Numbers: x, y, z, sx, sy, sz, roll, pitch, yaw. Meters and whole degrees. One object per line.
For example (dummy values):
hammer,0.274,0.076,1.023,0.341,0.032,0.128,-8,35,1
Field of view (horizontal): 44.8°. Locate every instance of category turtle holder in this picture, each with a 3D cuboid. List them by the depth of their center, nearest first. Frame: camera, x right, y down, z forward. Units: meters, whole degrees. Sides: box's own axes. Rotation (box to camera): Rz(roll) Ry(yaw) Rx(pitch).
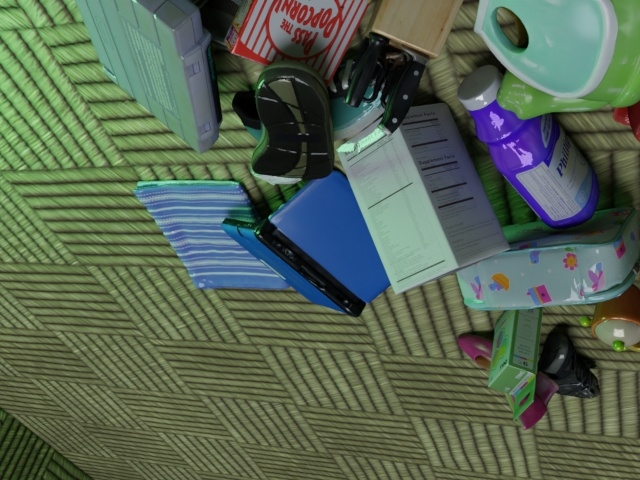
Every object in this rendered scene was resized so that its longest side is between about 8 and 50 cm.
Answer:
turtle holder,0.293,-0.273,0.867,0.227,0.243,0.320,10,-179,7

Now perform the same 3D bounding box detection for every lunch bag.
lunch bag,0.376,0.029,1.249,0.279,0.224,0.107,-8,100,35

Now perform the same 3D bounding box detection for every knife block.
knife block,0.113,-0.270,0.916,0.088,0.242,0.275,21,145,-7

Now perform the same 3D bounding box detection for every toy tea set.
toy tea set,0.638,0.142,1.363,0.200,0.124,0.336,35,142,-23

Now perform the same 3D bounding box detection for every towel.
towel,-0.216,-0.001,1.610,0.243,0.040,0.336,1,142,21

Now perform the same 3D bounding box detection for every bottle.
bottle,0.304,-0.136,1.129,0.092,0.118,0.283,-18,132,41

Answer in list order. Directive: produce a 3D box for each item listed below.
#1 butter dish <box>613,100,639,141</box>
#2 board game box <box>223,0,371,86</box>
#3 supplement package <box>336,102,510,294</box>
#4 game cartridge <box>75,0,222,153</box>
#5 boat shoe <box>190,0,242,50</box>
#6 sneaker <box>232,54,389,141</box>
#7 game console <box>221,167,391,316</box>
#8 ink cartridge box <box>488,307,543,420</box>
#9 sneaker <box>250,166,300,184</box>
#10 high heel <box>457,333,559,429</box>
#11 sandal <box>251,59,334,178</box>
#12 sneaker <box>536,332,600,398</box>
butter dish,0.479,-0.165,1.012,0.160,0.118,0.160,14,146,6
board game box,-0.015,-0.306,0.977,0.147,0.045,0.193,13,119,-31
supplement package,0.152,-0.065,1.167,0.139,0.134,0.244,-29,80,47
game cartridge,-0.241,-0.271,1.086,0.230,0.068,0.355,36,164,8
boat shoe,-0.158,-0.335,1.050,0.335,0.119,0.121,20,145,-4
sneaker,-0.014,-0.216,1.162,0.302,0.108,0.121,-17,137,41
game console,0.000,0.000,1.504,0.293,0.173,0.250,42,164,-30
ink cartridge box,0.380,0.233,1.525,0.062,0.209,0.109,17,145,-1
sneaker,-0.045,-0.129,1.357,0.152,0.053,0.061,-3,156,31
high heel,0.367,0.292,1.631,0.244,0.117,0.082,32,159,29
sandal,-0.032,-0.166,1.084,0.120,0.086,0.303,6,156,-4
sneaker,0.525,0.262,1.617,0.130,0.087,0.227,7,147,11
